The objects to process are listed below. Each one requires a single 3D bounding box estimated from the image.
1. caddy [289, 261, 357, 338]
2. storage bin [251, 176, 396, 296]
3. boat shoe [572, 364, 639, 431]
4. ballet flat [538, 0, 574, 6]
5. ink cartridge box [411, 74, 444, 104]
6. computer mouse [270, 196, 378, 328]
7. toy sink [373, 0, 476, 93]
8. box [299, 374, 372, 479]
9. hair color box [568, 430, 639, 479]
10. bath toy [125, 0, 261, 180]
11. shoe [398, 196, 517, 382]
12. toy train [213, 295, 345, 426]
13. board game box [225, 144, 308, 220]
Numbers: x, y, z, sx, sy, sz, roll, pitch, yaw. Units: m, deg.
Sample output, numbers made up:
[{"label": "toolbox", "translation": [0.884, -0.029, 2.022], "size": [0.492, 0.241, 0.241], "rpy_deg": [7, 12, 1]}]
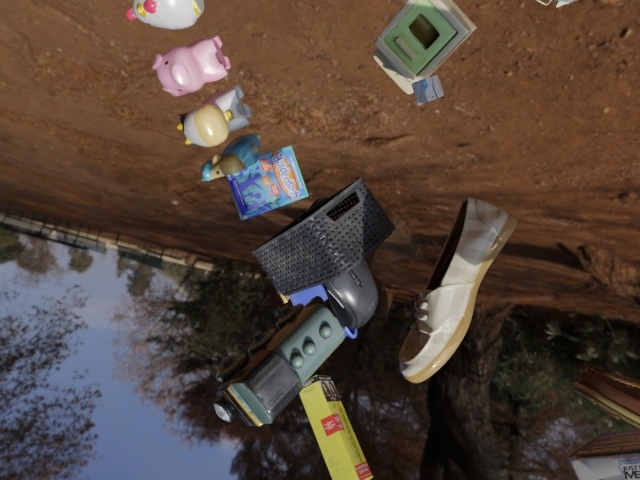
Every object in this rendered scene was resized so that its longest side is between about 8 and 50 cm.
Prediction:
[{"label": "caddy", "translation": [0.018, 0.173, 1.588], "size": [0.179, 0.341, 0.241], "rpy_deg": [-23, -178, 12]}, {"label": "storage bin", "translation": [0.000, 0.000, 0.667], "size": [0.084, 0.122, 0.180], "rpy_deg": [54, 147, -5]}, {"label": "boat shoe", "translation": [0.271, 0.120, 0.325], "size": [0.178, 0.060, 0.064], "rpy_deg": [19, 175, 25]}, {"label": "ballet flat", "translation": [0.503, -0.524, 1.034], "size": [0.114, 0.041, 0.041], "rpy_deg": [14, 175, 4]}, {"label": "ink cartridge box", "translation": [0.235, -0.325, 1.036], "size": [0.083, 0.048, 0.028], "rpy_deg": [-31, -166, -40]}, {"label": "computer mouse", "translation": [0.015, 0.071, 0.843], "size": [0.060, 0.184, 0.262], "rpy_deg": [5, 124, 53]}, {"label": "toy sink", "translation": [0.232, -0.478, 1.179], "size": [0.153, 0.234, 0.131], "rpy_deg": [47, -142, -3]}, {"label": "box", "translation": [0.029, 0.411, 1.043], "size": [0.058, 0.232, 0.087], "rpy_deg": [-31, 153, 13]}, {"label": "hair color box", "translation": [0.486, 0.414, 0.593], "size": [0.110, 0.338, 0.185], "rpy_deg": [-9, 160, -35]}, {"label": "bath toy", "translation": [-0.223, -0.284, 0.844], "size": [0.129, 0.348, 0.151], "rpy_deg": [-16, -154, 9]}, {"label": "shoe", "translation": [0.136, 0.048, 0.524], "size": [0.058, 0.219, 0.076], "rpy_deg": [35, 165, -6]}, {"label": "toy train", "translation": [-0.067, 0.235, 0.981], "size": [0.142, 0.334, 0.190], "rpy_deg": [55, 145, -5]}, {"label": "board game box", "translation": [-0.159, -0.168, 1.406], "size": [0.210, 0.160, 0.047], "rpy_deg": [-23, -170, -18]}]
